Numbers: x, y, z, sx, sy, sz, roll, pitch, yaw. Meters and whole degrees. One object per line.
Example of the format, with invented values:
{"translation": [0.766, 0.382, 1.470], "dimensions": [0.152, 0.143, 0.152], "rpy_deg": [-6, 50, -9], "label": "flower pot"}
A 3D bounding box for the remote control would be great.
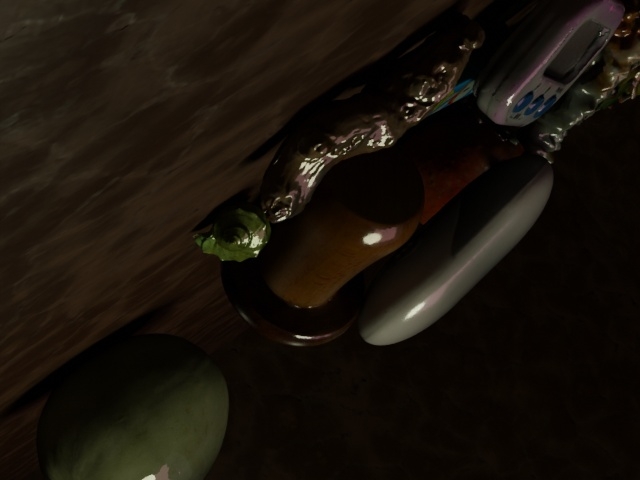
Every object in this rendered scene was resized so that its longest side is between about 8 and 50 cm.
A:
{"translation": [0.174, 0.012, 1.768], "dimensions": [0.332, 0.103, 0.221], "rpy_deg": [-42, 180, -7], "label": "remote control"}

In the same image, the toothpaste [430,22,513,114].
{"translation": [0.141, -0.186, 1.566], "dimensions": [0.267, 0.050, 0.065], "rpy_deg": [-31, 172, -47], "label": "toothpaste"}

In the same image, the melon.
{"translation": [-0.269, 0.273, 1.970], "dimensions": [0.308, 0.272, 0.272], "rpy_deg": [-20, 166, -46], "label": "melon"}

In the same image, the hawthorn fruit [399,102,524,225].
{"translation": [0.230, -0.095, 2.017], "dimensions": [0.210, 0.210, 0.262], "rpy_deg": [-36, -163, -3], "label": "hawthorn fruit"}

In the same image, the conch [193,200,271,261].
{"translation": [-0.101, -0.014, 1.570], "dimensions": [0.089, 0.074, 0.121], "rpy_deg": [-10, -162, 4], "label": "conch"}

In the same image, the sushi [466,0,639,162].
{"translation": [0.387, -0.257, 1.835], "dimensions": [0.417, 0.176, 0.417], "rpy_deg": [-33, 175, -4], "label": "sushi"}

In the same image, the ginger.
{"translation": [0.045, -0.130, 1.382], "dimensions": [0.290, 0.084, 0.122], "rpy_deg": [-39, -163, -2], "label": "ginger"}

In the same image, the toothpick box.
{"translation": [0.000, 0.000, 1.655], "dimensions": [0.192, 0.192, 0.294], "rpy_deg": [-32, 167, -39], "label": "toothpick box"}

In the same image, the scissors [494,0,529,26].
{"translation": [0.279, -0.307, 1.536], "dimensions": [0.133, 0.020, 0.187], "rpy_deg": [-36, 178, -33], "label": "scissors"}

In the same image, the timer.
{"translation": [0.260, -0.216, 1.562], "dimensions": [0.191, 0.069, 0.208], "rpy_deg": [-50, 164, 15], "label": "timer"}
